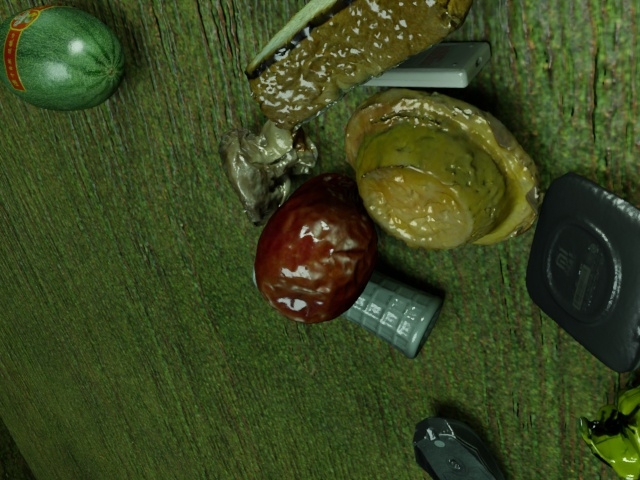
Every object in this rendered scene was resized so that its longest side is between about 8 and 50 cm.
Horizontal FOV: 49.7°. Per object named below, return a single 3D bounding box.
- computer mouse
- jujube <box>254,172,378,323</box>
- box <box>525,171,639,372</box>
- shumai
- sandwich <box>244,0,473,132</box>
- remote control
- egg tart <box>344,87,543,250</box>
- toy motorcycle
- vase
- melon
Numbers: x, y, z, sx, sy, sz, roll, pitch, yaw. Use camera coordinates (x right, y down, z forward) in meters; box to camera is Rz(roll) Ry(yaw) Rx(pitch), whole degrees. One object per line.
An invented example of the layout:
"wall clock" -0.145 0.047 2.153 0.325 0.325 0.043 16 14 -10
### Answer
"computer mouse" 0.258 0.398 1.277 0.126 0.071 0.231 -25 114 32
"jujube" 0.000 0.000 1.025 0.190 0.255 0.190 5 128 6
"box" 0.343 0.039 0.870 0.201 0.042 0.212 47 140 49
"shumai" -0.079 -0.121 1.097 0.153 0.209 0.161 -30 98 3
"sandwich" 0.062 -0.266 0.785 0.273 0.249 0.095 -22 119 45
"remote control" 0.115 -0.226 0.891 0.190 0.087 0.029 9 132 33
"egg tart" 0.152 -0.076 0.934 0.288 0.118 0.288 21 146 15
"toy motorcycle" 0.458 0.208 0.916 0.206 0.142 0.342 -8 123 -1
"vase" 0.047 0.082 1.153 0.299 0.143 0.143 27 135 17
"melon" -0.470 -0.321 1.222 0.287 0.182 0.182 11 128 33
